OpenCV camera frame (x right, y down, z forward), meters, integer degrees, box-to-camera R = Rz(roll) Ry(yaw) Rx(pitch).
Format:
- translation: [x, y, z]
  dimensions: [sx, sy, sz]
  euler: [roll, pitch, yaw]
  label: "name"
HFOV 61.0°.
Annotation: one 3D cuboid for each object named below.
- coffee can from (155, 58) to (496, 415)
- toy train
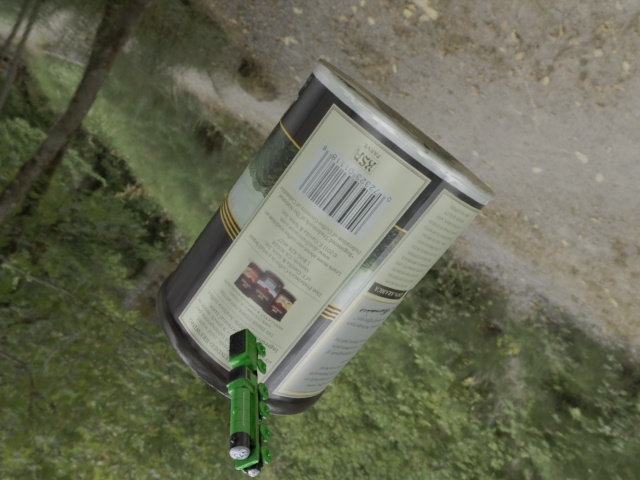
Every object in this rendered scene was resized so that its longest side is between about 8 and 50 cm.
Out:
- translation: [0.000, 0.000, 0.529]
  dimensions: [0.202, 0.275, 0.201]
  euler: [35, -163, -12]
  label: "coffee can"
- translation: [-0.038, 0.079, 0.280]
  dimensions: [0.023, 0.017, 0.083]
  euler: [57, -167, -34]
  label: "toy train"
